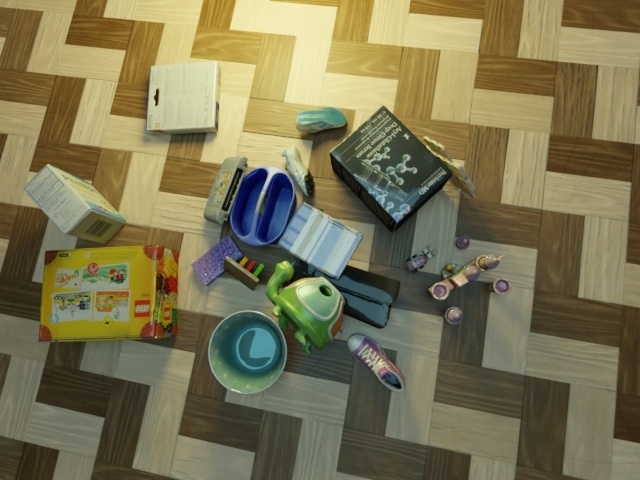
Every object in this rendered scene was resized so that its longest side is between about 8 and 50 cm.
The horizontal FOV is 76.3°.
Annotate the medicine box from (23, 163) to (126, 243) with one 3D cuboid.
[{"bbox_3d":[-1.042,-0.147,1.749,0.289,0.263,0.149,43,87,10],"label":"medicine box"}]

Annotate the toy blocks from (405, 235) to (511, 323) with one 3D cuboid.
[{"bbox_3d":[0.529,0.127,1.549,0.288,0.260,0.309,-32,80,1],"label":"toy blocks"}]

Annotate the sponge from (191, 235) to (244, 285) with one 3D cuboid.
[{"bbox_3d":[-0.446,0.087,1.770,0.210,0.031,0.117,-38,80,-2],"label":"sponge"}]

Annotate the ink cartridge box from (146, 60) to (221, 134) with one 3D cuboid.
[{"bbox_3d":[-0.630,-0.657,1.887,0.329,0.071,0.325,0,82,9],"label":"ink cartridge box"}]

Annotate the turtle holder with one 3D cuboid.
[{"bbox_3d":[-0.054,0.244,1.517,0.227,0.243,0.320,-43,47,-14],"label":"turtle holder"}]

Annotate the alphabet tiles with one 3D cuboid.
[{"bbox_3d":[0.503,-0.283,1.601,0.021,0.284,0.278,-39,119,8],"label":"alphabet tiles"}]

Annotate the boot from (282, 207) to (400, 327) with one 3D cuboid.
[{"bbox_3d":[0.113,0.111,1.649,0.444,0.146,0.367,22,92,12],"label":"boot"}]

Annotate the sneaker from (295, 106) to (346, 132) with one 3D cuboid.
[{"bbox_3d":[0.001,-0.526,1.796,0.228,0.092,0.088,-5,78,-15],"label":"sneaker"}]

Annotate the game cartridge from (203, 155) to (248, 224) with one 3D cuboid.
[{"bbox_3d":[-0.409,-0.218,1.740,0.198,0.062,0.298,14,83,52],"label":"game cartridge"}]

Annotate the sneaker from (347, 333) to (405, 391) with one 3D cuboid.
[{"bbox_3d":[0.219,0.470,1.579,0.282,0.161,0.102,40,88,11],"label":"sneaker"}]

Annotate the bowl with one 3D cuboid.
[{"bbox_3d":[-0.272,0.436,1.631,0.311,0.163,0.312,-1,82,6],"label":"bowl"}]

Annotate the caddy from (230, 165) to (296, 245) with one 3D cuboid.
[{"bbox_3d":[-0.235,-0.139,1.710,0.241,0.179,0.342,15,83,7],"label":"caddy"}]

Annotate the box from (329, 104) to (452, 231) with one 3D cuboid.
[{"bbox_3d":[0.275,-0.284,1.664,0.293,0.212,0.395,-42,80,-2],"label":"box"}]

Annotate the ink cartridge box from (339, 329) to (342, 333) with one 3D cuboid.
[{"bbox_3d":[0.000,0.332,1.648,0.181,0.104,0.062,41,87,11],"label":"ink cartridge box"}]

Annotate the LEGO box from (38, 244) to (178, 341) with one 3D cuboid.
[{"bbox_3d":[-0.875,0.225,1.709,0.499,0.193,0.373,-2,81,5],"label":"LEGO box"}]

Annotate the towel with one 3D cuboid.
[{"bbox_3d":[0.000,0.000,1.592,0.284,0.034,0.209,29,87,7],"label":"towel"}]

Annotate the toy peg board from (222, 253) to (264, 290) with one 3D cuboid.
[{"bbox_3d":[-0.312,0.115,1.686,0.160,0.161,0.079,37,65,-2],"label":"toy peg board"}]

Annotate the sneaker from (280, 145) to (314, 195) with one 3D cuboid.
[{"bbox_3d":[-0.098,-0.296,1.777,0.086,0.085,0.237,-28,82,28],"label":"sneaker"}]
